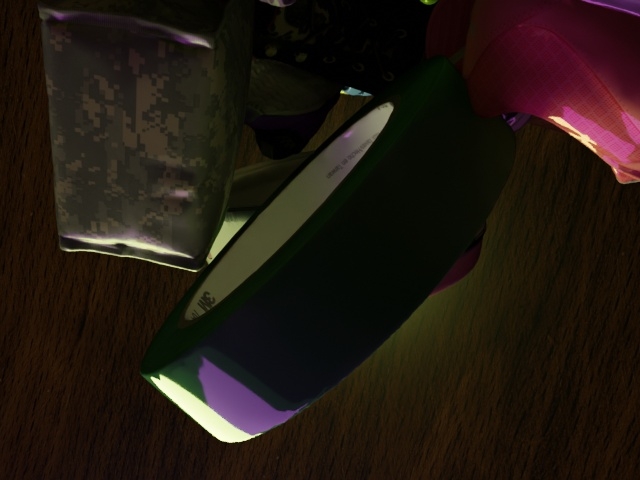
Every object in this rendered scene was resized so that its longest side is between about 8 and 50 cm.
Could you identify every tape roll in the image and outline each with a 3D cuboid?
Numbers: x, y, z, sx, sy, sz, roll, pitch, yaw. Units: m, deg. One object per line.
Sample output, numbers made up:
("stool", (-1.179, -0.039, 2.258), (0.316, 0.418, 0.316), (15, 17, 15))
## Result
("tape roll", (0.000, 0.000, 0.539), (0.077, 0.321, 0.321), (44, -174, -11))

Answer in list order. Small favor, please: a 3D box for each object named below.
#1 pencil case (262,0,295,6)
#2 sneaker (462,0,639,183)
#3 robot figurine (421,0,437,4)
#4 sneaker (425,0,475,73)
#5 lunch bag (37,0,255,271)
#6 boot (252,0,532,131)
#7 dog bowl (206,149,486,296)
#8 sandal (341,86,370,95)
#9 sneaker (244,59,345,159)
("pencil case", (-0.106, -0.261, 0.583), (0.206, 0.088, 0.086), (19, 180, 7))
("sneaker", (0.228, -0.087, 0.393), (0.313, 0.136, 0.116), (22, -147, 16))
("robot figurine", (0.039, -0.184, 0.411), (0.101, 0.067, 0.115), (43, -149, -15))
("sneaker", (0.218, -0.159, 0.558), (0.252, 0.103, 0.111), (16, -154, 20))
("lunch bag", (-0.152, -0.153, 0.704), (0.168, 0.235, 0.287), (10, -147, 0))
("boot", (0.060, -0.242, 0.861), (0.284, 0.138, 0.377), (9, -159, -34))
("dog bowl", (0.029, -0.027, 0.916), (0.407, 0.151, 0.408), (-10, -166, 3))
("sandal", (0.045, -0.330, 1.243), (0.317, 0.126, 0.138), (5, -168, -42))
("sneaker", (-0.051, -0.170, 0.977), (0.102, 0.146, 0.293), (35, -152, 8))
